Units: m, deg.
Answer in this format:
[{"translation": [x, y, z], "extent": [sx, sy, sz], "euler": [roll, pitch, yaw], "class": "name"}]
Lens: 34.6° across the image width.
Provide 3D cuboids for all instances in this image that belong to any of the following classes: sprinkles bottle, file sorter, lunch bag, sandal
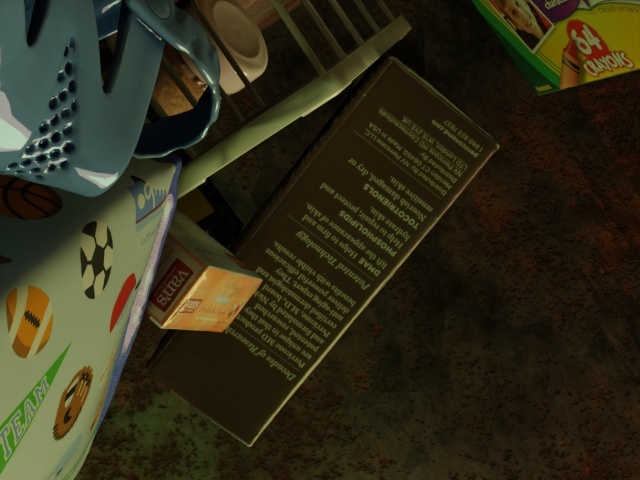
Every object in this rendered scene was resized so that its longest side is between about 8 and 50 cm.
[{"translation": [-0.232, -0.174, 1.309], "extent": [0.355, 0.121, 0.121], "euler": [-30, -170, 30], "class": "sprinkles bottle"}, {"translation": [-0.067, -0.190, 0.946], "extent": [0.193, 0.173, 0.277], "euler": [-31, -170, 25], "class": "file sorter"}, {"translation": [-0.283, 0.121, 0.677], "extent": [0.328, 0.239, 0.385], "euler": [-52, 162, -61], "class": "lunch bag"}, {"translation": [-0.137, -0.079, 0.493], "extent": [0.126, 0.138, 0.317], "euler": [-27, -170, 32], "class": "sandal"}]

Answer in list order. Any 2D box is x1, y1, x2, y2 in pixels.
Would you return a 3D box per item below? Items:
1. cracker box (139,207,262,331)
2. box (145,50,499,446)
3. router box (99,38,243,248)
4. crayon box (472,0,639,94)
[{"translation": [-0.172, -0.018, 0.874], "extent": [0.067, 0.232, 0.156], "euler": [-52, 166, 2], "class": "cracker box"}, {"translation": [0.000, 0.000, 1.034], "extent": [0.381, 0.143, 0.191], "euler": [-49, -174, 11], "class": "box"}, {"translation": [-0.272, -0.020, 1.035], "extent": [0.309, 0.243, 0.081], "euler": [-35, -171, 8], "class": "router box"}, {"translation": [0.220, -0.305, 0.943], "extent": [0.106, 0.313, 0.363], "euler": [-40, -171, -9], "class": "crayon box"}]
